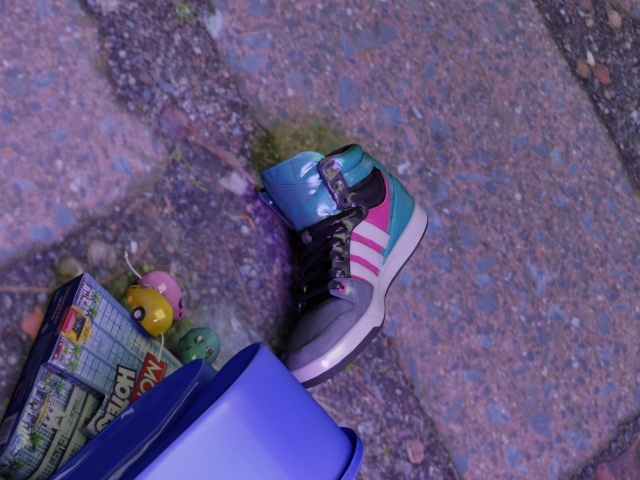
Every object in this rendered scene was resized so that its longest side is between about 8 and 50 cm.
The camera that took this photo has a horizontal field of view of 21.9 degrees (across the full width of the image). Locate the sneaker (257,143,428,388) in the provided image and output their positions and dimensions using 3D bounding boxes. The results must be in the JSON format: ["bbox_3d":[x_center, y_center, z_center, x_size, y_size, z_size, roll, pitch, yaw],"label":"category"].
[{"bbox_3d":[0.000,0.000,1.703,0.178,0.123,0.295,50,40,-19],"label":"sneaker"}]

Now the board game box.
[{"bbox_3d":[-0.184,0.163,1.524,0.194,0.060,0.194,34,53,-24],"label":"board game box"}]

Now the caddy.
[{"bbox_3d":[-0.115,0.242,1.368,0.341,0.241,0.179,-43,101,-30],"label":"caddy"}]

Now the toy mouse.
[{"bbox_3d":[-0.134,0.074,1.589,0.143,0.031,0.161,36,16,-51],"label":"toy mouse"}]
